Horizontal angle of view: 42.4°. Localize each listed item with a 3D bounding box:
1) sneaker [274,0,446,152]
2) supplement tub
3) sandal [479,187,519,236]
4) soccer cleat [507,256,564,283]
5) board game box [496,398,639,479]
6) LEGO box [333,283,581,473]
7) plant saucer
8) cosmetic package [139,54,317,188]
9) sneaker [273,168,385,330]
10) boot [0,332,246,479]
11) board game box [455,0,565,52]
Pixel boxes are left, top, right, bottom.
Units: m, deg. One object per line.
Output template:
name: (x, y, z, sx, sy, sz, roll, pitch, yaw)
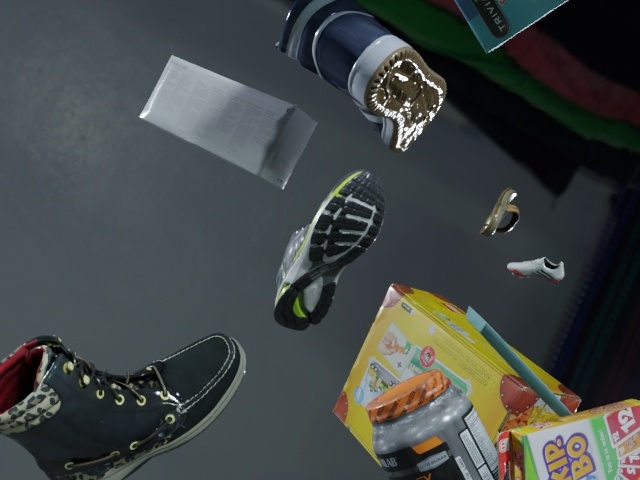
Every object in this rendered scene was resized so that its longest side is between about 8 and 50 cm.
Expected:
sneaker: (0.048, -0.195, 0.935, 0.153, 0.099, 0.282, 39, 5, 16)
supplement tub: (0.216, 0.397, 1.436, 0.316, 0.193, 0.193, 62, -3, 4)
sandal: (0.325, -0.041, 1.458, 0.049, 0.072, 0.180, 29, 24, 11)
soccer cleat: (0.319, 0.039, 1.220, 0.083, 0.036, 0.029, 13, 33, 23)
board game box: (0.351, 0.302, 1.132, 0.259, 0.124, 0.039, -5, 4, -26)
LEGO box: (0.287, 0.381, 1.902, 0.193, 0.373, 0.500, 15, 15, -35)
plant saucer: (0.262, 0.165, 1.100, 0.192, 0.018, 0.067, 46, 2, -19)
cosmetic package: (-0.124, -0.157, 1.075, 0.239, 0.099, 0.060, 28, 2, 35)
sneaker: (0.000, 0.000, 1.352, 0.111, 0.300, 0.121, 20, 27, -27)
boot: (-0.199, 0.144, 0.810, 0.085, 0.236, 0.179, 48, -9, 42)
board game box: (0.395, -0.556, 1.565, 0.336, 0.079, 0.254, -30, -86, 39)
